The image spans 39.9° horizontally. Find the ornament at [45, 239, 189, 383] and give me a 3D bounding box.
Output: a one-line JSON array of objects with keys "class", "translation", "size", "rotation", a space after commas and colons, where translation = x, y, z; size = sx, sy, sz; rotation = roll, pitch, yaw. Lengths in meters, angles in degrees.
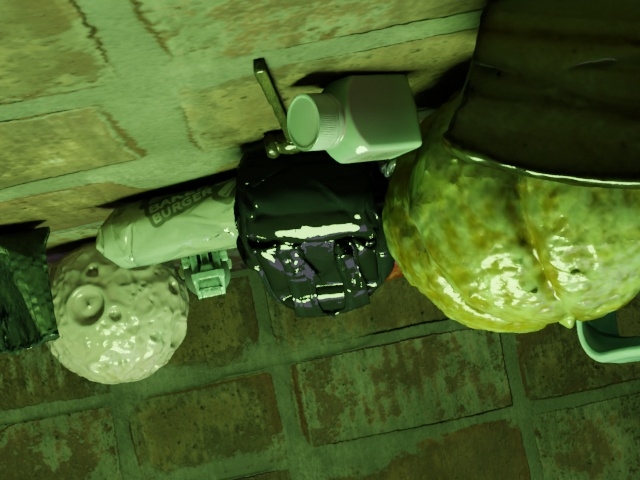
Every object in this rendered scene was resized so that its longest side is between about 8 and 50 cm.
[{"class": "ornament", "translation": [-0.356, 0.121, 1.520], "size": [0.259, 0.259, 0.225], "rotation": [-13, 169, 8]}]

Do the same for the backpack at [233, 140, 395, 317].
[{"class": "backpack", "translation": [0.000, 0.000, 1.063], "size": [0.206, 0.133, 0.258], "rotation": [-6, 141, 6]}]

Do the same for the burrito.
[{"class": "burrito", "translation": [-0.081, -0.045, 1.178], "size": [0.446, 0.101, 0.139], "rotation": [-14, 171, 16]}]

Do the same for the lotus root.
[{"class": "lotus root", "translation": [0.255, -0.128, 0.685], "size": [0.314, 0.210, 0.142], "rotation": [0, 167, 17]}]

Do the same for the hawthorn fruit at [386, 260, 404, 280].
[{"class": "hawthorn fruit", "translation": [0.116, -0.034, 1.392], "size": [0.185, 0.185, 0.202], "rotation": [-7, 169, -43]}]

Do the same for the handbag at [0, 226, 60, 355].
[{"class": "handbag", "translation": [-0.442, 0.077, 1.271], "size": [0.089, 0.175, 0.270], "rotation": [-11, 177, -34]}]

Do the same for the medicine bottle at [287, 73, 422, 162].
[{"class": "medicine bottle", "translation": [0.031, -0.112, 0.817], "size": [0.118, 0.074, 0.055], "rotation": [-10, 176, -37]}]

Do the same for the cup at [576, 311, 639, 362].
[{"class": "cup", "translation": [0.361, -0.048, 1.021], "size": [0.257, 0.331, 0.311], "rotation": [31, 161, -11]}]

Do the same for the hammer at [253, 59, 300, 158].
[{"class": "hammer", "translation": [-0.042, -0.123, 0.843], "size": [0.058, 0.029, 0.292], "rotation": [-14, 173, 2]}]

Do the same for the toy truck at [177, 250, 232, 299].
[{"class": "toy truck", "translation": [-0.210, 0.038, 1.593], "size": [0.108, 0.140, 0.257], "rotation": [-12, 175, -9]}]

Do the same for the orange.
[{"class": "orange", "translation": [0.181, -0.044, 0.907], "size": [0.210, 0.270, 0.369], "rotation": [3, 168, -16]}]
